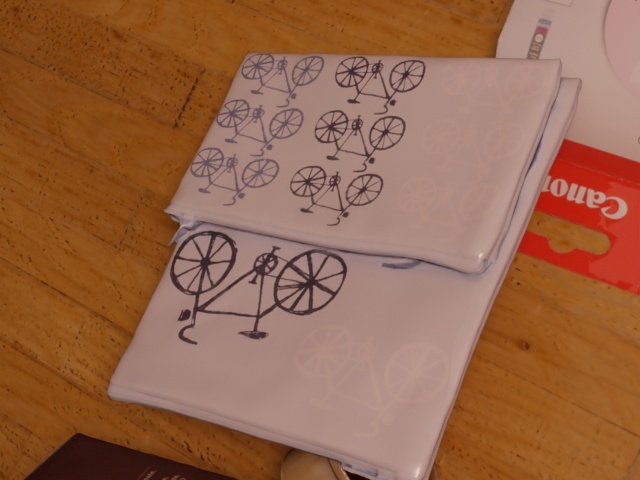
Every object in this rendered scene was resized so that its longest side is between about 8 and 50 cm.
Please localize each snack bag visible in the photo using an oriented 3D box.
[{"bbox_3d":[0.000,0.000,0.946,0.323,0.037,0.342,10,67,37],"label":"snack bag"}]

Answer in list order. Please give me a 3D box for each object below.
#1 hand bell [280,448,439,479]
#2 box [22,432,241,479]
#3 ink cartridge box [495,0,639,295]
[{"bbox_3d":[-0.036,0.215,0.980,0.242,0.126,0.126,-36,66,30],"label":"hand bell"},{"bbox_3d":[-0.054,0.291,0.895,0.382,0.143,0.191,10,122,26],"label":"box"},{"bbox_3d":[0.213,-0.094,0.929,0.189,0.066,0.232,21,86,28],"label":"ink cartridge box"}]
